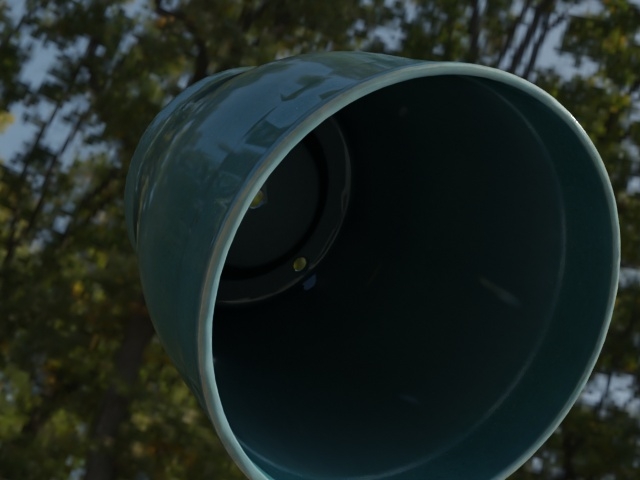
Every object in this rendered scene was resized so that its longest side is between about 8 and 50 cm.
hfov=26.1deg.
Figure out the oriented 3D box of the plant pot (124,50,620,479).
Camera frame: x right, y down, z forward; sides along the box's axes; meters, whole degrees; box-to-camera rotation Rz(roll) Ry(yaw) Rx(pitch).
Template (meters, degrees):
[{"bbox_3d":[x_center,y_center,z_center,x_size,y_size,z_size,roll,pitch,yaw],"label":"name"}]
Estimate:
[{"bbox_3d":[0.000,0.000,0.869,0.271,0.272,0.255,39,-4,-33],"label":"plant pot"}]
